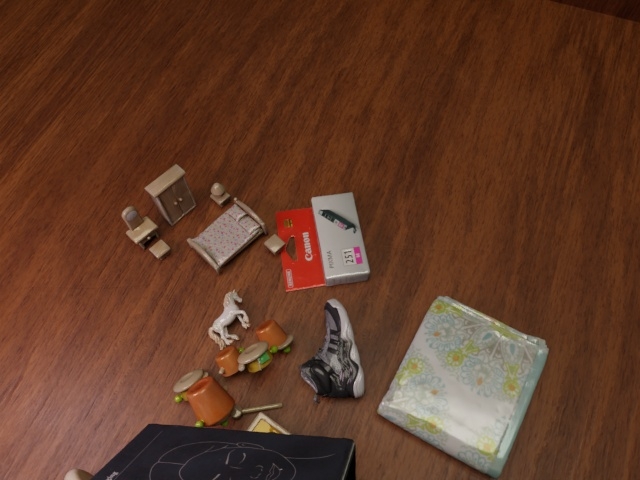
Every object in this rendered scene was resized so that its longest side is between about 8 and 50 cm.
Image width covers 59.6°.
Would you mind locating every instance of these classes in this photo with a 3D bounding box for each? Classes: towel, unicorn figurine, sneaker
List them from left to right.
[{"bbox_3d":[-0.242,0.207,1.514,0.111,0.060,0.162,38,69,19],"label":"unicorn figurine"},{"bbox_3d":[0.013,0.284,1.443,0.153,0.101,0.268,-11,65,-8],"label":"sneaker"},{"bbox_3d":[0.367,0.351,1.414,0.321,0.090,0.374,25,65,17],"label":"towel"}]

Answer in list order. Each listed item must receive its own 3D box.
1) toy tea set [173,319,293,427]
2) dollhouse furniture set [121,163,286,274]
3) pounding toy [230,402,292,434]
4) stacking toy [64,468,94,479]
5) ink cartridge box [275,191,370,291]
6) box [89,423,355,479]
[{"bbox_3d":[-0.199,0.342,1.406,0.336,0.200,0.124,-33,104,-15],"label":"toy tea set"},{"bbox_3d":[-0.333,-0.028,1.574,0.356,0.173,0.303,39,70,22],"label":"dollhouse furniture set"},{"bbox_3d":[-0.146,0.465,1.355,0.206,0.094,0.181,31,67,16],"label":"pounding toy"},{"bbox_3d":[-0.620,0.681,1.234,0.141,0.141,0.330,36,72,18],"label":"stacking toy"},{"bbox_3d":[0.000,0.000,1.623,0.239,0.060,0.274,-8,62,-4],"label":"ink cartridge box"},{"bbox_3d":[-0.203,0.579,0.993,0.473,0.480,0.297,2,100,13],"label":"box"}]
